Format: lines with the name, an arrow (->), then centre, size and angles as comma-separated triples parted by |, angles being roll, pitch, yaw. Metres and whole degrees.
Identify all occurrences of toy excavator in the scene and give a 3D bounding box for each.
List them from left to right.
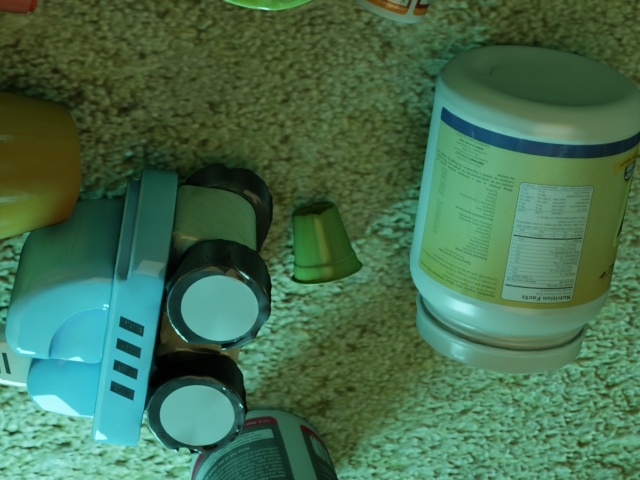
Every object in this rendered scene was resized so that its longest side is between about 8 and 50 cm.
toy excavator -> -0.297, 0.106, 1.808 | 0.445, 0.222, 0.433 | 10, 121, -6

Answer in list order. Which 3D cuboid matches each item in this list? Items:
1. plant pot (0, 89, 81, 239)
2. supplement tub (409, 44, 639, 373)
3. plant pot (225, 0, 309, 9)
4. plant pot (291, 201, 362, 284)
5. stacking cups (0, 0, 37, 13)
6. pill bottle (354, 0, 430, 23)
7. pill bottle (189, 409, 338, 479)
plant pot -> -0.355, -0.078, 1.702 | 0.188, 0.205, 0.205 | -3, 118, -28
supplement tub -> 0.221, -0.035, 1.828 | 0.228, 0.228, 0.316 | 1, 116, -14
plant pot -> -0.068, -0.345, 1.590 | 0.276, 0.254, 0.276 | -5, 117, -10
plant pot -> 0.000, 0.000, 1.885 | 0.083, 0.083, 0.079 | -14, 107, -6
stacking cups -> -0.438, -0.268, 1.634 | 0.316, 0.096, 0.096 | 8, 114, -18
pill bottle -> 0.094, -0.312, 1.740 | 0.086, 0.086, 0.152 | 14, 112, -19
pill bottle -> -0.047, 0.347, 1.904 | 0.176, 0.318, 0.176 | -5, 117, -10
